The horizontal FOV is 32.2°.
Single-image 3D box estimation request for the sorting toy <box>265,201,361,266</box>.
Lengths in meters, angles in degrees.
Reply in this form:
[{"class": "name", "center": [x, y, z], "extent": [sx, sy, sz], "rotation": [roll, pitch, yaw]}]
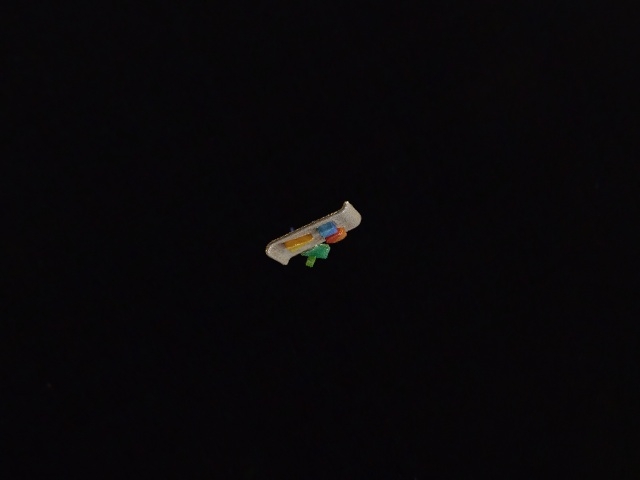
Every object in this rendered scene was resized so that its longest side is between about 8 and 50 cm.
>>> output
[{"class": "sorting toy", "center": [0.000, 0.000, 0.740], "extent": [0.062, 0.083, 0.012], "rotation": [-29, -103, 6]}]
